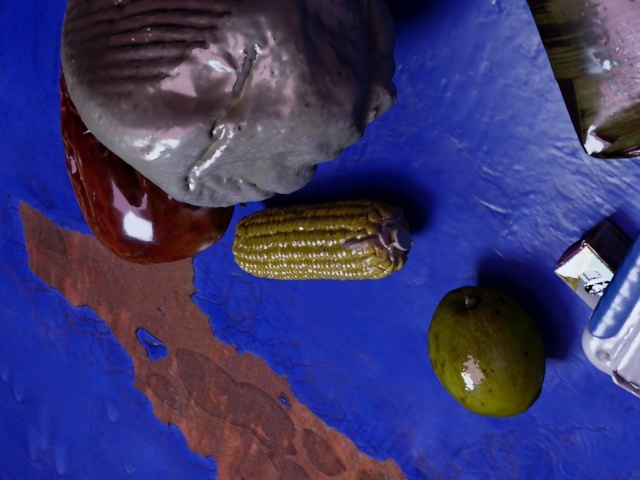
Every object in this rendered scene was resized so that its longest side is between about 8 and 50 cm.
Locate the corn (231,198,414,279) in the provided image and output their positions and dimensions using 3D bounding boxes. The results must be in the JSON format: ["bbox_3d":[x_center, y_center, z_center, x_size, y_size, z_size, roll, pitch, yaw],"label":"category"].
[{"bbox_3d":[0.000,0.000,1.247,0.238,0.080,0.080,1,126,49],"label":"corn"}]

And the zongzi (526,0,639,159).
[{"bbox_3d":[0.238,-0.213,0.752,0.288,0.134,0.286,-17,108,38],"label":"zongzi"}]

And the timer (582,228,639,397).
[{"bbox_3d":[0.331,0.082,0.945,0.253,0.078,0.178,28,133,11],"label":"timer"}]

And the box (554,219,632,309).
[{"bbox_3d":[0.285,0.072,1.054,0.207,0.041,0.050,44,144,1],"label":"box"}]

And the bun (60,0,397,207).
[{"bbox_3d":[-0.064,-0.150,1.038,0.281,0.282,0.205,7,156,42],"label":"bun"}]

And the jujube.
[{"bbox_3d":[-0.179,-0.092,1.289,0.168,0.168,0.236,-10,103,51],"label":"jujube"}]

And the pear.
[{"bbox_3d":[0.152,0.103,1.170,0.107,0.107,0.131,4,133,44],"label":"pear"}]
